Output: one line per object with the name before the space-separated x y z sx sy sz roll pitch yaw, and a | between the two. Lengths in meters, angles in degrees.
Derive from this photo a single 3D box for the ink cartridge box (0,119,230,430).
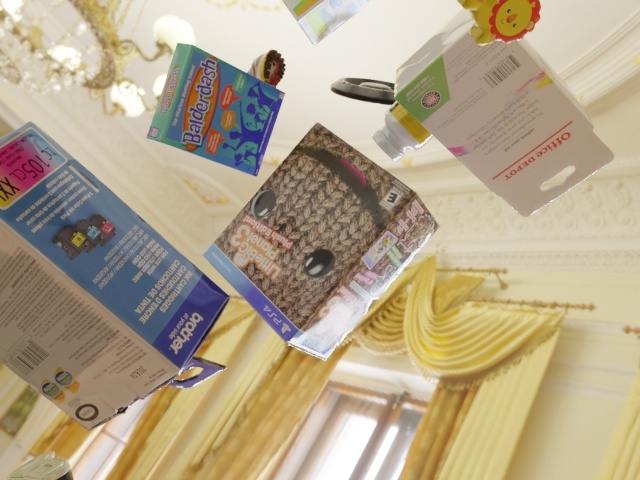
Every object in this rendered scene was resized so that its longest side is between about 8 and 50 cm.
ink cartridge box | -0.311 0.083 0.821 0.395 0.151 0.270 45 -50 -12

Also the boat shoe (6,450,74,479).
boat shoe | -0.454 0.399 1.031 0.233 0.084 0.079 -16 -80 54

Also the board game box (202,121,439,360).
board game box | 0.000 0.000 1.018 0.232 0.291 0.141 40 0 33

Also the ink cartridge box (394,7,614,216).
ink cartridge box | 0.323 -0.225 1.106 0.353 0.119 0.207 39 -58 -21

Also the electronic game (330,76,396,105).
electronic game | 0.138 -0.373 1.590 0.229 0.229 0.048 20 -65 25

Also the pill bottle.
pill bottle | 0.191 -0.244 1.232 0.103 0.184 0.103 42 17 -16

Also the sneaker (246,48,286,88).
sneaker | -0.158 -0.370 1.590 0.093 0.225 0.088 0 -24 45

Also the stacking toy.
stacking toy | 0.066 -0.252 0.413 0.052 0.167 0.221 -29 -45 12

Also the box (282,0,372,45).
box | 0.025 -0.545 1.367 0.103 0.203 0.114 58 10 21

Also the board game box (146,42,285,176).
board game box | -0.168 -0.211 1.049 0.047 0.160 0.210 22 4 42
